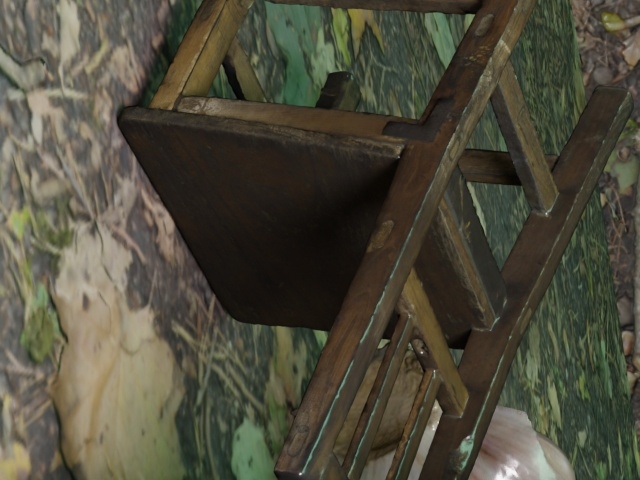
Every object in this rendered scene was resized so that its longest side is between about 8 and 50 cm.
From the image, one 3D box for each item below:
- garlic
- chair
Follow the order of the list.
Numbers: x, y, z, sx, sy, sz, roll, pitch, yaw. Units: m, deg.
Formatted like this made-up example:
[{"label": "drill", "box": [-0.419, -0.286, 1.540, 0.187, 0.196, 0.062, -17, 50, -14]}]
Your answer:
[{"label": "garlic", "box": [0.060, 0.172, 1.308, 0.257, 0.207, 0.207, 178, -96, -74]}, {"label": "chair", "box": [0.000, 0.000, 1.076, 0.416, 0.241, 0.203, -62, 145, -31]}]
